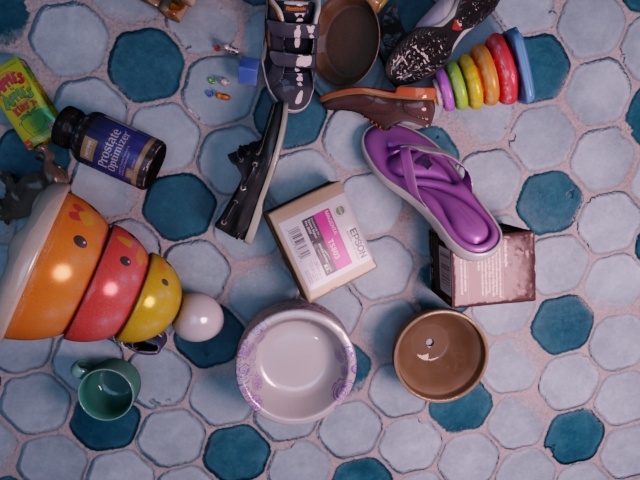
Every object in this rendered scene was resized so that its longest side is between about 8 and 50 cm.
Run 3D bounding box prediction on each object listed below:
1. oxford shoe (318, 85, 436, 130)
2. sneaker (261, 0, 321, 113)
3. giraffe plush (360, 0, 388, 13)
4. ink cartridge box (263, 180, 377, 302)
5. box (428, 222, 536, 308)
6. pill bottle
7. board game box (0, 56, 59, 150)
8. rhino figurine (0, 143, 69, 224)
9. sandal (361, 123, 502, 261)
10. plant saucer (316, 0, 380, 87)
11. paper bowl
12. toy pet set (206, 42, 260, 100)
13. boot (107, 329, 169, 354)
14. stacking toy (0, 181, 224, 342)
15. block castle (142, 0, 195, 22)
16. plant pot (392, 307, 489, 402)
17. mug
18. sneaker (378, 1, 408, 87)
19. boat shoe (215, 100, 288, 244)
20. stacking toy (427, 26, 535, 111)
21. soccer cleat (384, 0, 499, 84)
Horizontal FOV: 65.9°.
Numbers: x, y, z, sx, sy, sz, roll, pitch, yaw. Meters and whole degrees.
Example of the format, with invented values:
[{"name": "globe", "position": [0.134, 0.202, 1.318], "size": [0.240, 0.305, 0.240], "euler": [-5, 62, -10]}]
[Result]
[{"name": "oxford shoe", "position": [0.123, -0.299, 1.124], "size": [0.271, 0.097, 0.099], "euler": [6, 108, 21]}, {"name": "sneaker", "position": [-0.066, -0.451, 1.093], "size": [0.126, 0.127, 0.322], "euler": [-7, 101, -17]}, {"name": "giraffe plush", "position": [0.113, -0.633, 1.074], "size": [0.170, 0.181, 0.210], "euler": [38, 86, -1]}, {"name": "ink cartridge box", "position": [0.000, 0.000, 1.175], "size": [0.193, 0.088, 0.235], "euler": [-27, 100, -11]}, {"name": "box", "position": [0.384, 0.055, 1.192], "size": [0.203, 0.167, 0.169], "euler": [-4, 99, -4]}, {"name": "pill bottle", "position": [-0.471, -0.211, 1.105], "size": [0.219, 0.123, 0.123], "euler": [24, 96, -8]}, {"name": "board game box", "position": [-0.664, -0.306, 1.114], "size": [0.092, 0.043, 0.181], "euler": [-30, 100, 1]}, {"name": "rhino figurine", "position": [-0.687, -0.110, 1.129], "size": [0.243, 0.073, 0.106], "euler": [-34, 97, 3]}, {"name": "sandal", "position": [0.258, -0.140, 1.104], "size": [0.169, 0.102, 0.416], "euler": [-34, 70, -18]}, {"name": "plant saucer", "position": [0.060, -0.446, 1.108], "size": [0.036, 0.198, 0.199], "euler": [-16, 104, -47]}, {"name": "paper bowl", "position": [-0.061, 0.284, 1.201], "size": [0.283, 0.148, 0.285], "euler": [-1, 98, -4]}, {"name": "toy pet set", "position": [-0.200, -0.384, 1.129], "size": [0.114, 0.065, 0.122], "euler": [9, 98, -6]}, {"name": "boot", "position": [-0.467, 0.226, 1.190], "size": [0.189, 0.086, 0.069], "euler": [11, 98, -6]}, {"name": "stacking toy", "position": [-0.439, 0.111, 1.113], "size": [0.479, 0.350, 0.351], "euler": [24, 97, -27]}, {"name": "block castle", "position": [-0.386, -0.638, 0.911], "size": [0.453, 0.303, 0.213], "euler": [29, 92, -25]}, {"name": "plant pot", "position": [0.291, 0.276, 1.248], "size": [0.237, 0.110, 0.238], "euler": [-1, 98, -4]}, {"name": "mug", "position": [-0.510, 0.342, 1.199], "size": [0.129, 0.097, 0.158], "euler": [-18, 99, -1]}, {"name": "sneaker", "position": [0.176, -0.455, 1.155], "size": [0.089, 0.051, 0.170], "euler": [-27, 97, 4]}, {"name": "boat shoe", "position": [-0.163, -0.163, 1.135], "size": [0.112, 0.127, 0.340], "euler": [16, 110, -9]}, {"name": "stacking toy", "position": [0.321, -0.360, 1.148], "size": [0.301, 0.175, 0.166], "euler": [-17, 105, 12]}, {"name": "soccer cleat", "position": [0.263, -0.475, 1.124], "size": [0.318, 0.116, 0.108], "euler": [-44, 117, 2]}]
